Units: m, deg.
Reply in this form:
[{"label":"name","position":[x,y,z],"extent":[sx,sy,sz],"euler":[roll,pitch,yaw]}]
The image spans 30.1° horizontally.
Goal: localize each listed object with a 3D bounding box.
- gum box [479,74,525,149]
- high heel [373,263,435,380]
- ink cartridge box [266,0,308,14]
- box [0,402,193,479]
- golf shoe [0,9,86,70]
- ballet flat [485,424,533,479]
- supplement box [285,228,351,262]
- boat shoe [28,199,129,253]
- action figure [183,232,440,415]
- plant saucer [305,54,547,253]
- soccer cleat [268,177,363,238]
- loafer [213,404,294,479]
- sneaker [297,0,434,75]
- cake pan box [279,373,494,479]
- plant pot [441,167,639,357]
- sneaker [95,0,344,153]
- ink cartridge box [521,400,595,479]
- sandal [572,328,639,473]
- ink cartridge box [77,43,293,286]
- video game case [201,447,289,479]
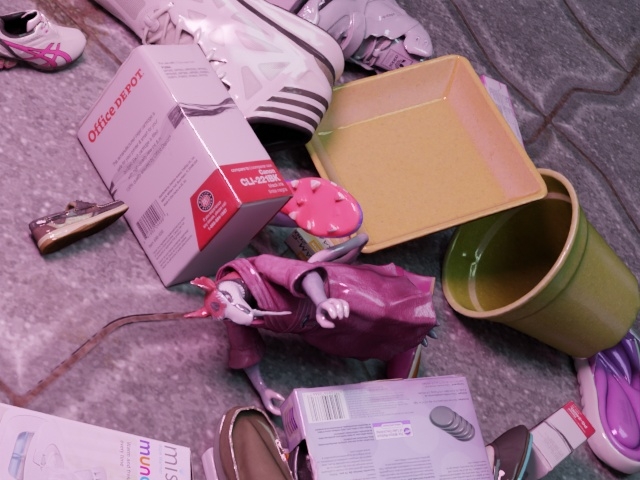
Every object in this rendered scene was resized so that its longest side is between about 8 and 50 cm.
[{"label":"gum box","position":[0.313,-0.214,2.261],"extent":[0.062,0.107,0.188],"euler":[19,44,-29]},{"label":"high heel","position":[0.098,0.137,1.792],"extent":[0.117,0.082,0.244],"euler":[10,56,7]},{"label":"ink cartridge box","position":[-0.054,-0.522,2.142],"extent":[0.198,0.197,0.270],"euler":[46,37,2]},{"label":"box","position":[-0.281,0.287,1.138],"extent":[0.231,0.262,0.126],"euler":[18,45,-28]},{"label":"golf shoe","position":[-0.405,-0.290,1.705],"extent":[0.186,0.086,0.067],"euler":[-14,64,-49]},{"label":"ballet flat","position":[0.212,0.359,1.606],"extent":[0.096,0.095,0.280],"euler":[26,59,-7]},{"label":"supplement box","position":[0.000,0.000,1.838],"extent":[0.062,0.036,0.098],"euler":[50,38,9]},{"label":"boat shoe","position":[-0.316,-0.031,1.567],"extent":[0.049,0.056,0.152],"euler":[55,39,5]},{"label":"action figure","position":[-0.022,0.066,1.589],"extent":[0.370,0.248,0.275],"euler":[12,47,-38]},{"label":"plant saucer","position":[0.150,-0.131,1.958],"extent":[0.333,0.081,0.332],"euler":[-17,58,-14]},{"label":"soccer cleat","position":[-0.026,-0.048,1.727],"extent":[0.095,0.248,0.083],"euler":[18,84,-50]},{"label":"loafer","position":[-0.057,0.302,1.424],"extent":[0.094,0.087,0.251],"euler":[8,50,-37]},{"label":"sneaker","position":[0.080,-0.363,2.163],"extent":[0.210,0.137,0.366],"euler":[44,34,4]},{"label":"cake pan box","position":[0.091,0.301,1.507],"extent":[0.267,0.070,0.245],"euler":[-3,60,-24]},{"label":"plant pot","position":[0.386,0.062,1.978],"extent":[0.254,0.276,0.276],"euler":[35,37,-31]},{"label":"sneaker","position":[-0.183,-0.287,1.836],"extent":[0.448,0.169,0.257],"euler":[25,49,-12]},{"label":"ink cartridge box","position":[0.326,0.313,1.782],"extent":[0.150,0.109,0.063],"euler":[-21,72,-50]},{"label":"sandal","position":[0.519,0.212,2.055],"extent":[0.169,0.102,0.416],"euler":[24,42,-25]},{"label":"ink cartridge box","position":[-0.192,-0.107,1.634],"extent":[0.114,0.197,0.273],"euler":[-14,66,-49]},{"label":"video game case","position":[-0.005,0.360,1.510],"extent":[0.285,0.025,0.204],"euler":[8,50,-37]}]
